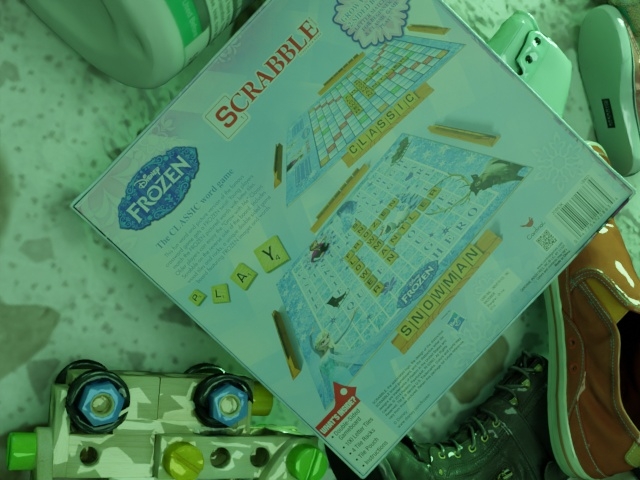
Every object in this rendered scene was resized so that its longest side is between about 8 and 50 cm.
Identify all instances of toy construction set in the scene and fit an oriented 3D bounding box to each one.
[{"bbox_3d":[-0.126,0.208,0.843,0.327,0.151,0.215,5,90,-38],"label":"toy construction set"}]

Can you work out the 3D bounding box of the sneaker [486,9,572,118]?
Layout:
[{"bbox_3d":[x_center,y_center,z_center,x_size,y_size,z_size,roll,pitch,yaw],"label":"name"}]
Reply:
[{"bbox_3d":[0.126,-0.149,0.979,0.255,0.094,0.151,15,89,-35],"label":"sneaker"}]

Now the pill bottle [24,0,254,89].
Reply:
[{"bbox_3d":[-0.071,-0.304,0.813,0.361,0.204,0.204,-47,110,-18],"label":"pill bottle"}]

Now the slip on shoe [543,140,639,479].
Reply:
[{"bbox_3d":[0.277,0.061,1.027,0.123,0.101,0.331,19,65,-47],"label":"slip on shoe"}]

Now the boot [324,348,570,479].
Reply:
[{"bbox_3d":[0.140,0.187,1.013,0.229,0.091,0.263,-46,114,-24],"label":"boot"}]

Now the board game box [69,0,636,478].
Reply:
[{"bbox_3d":[0.027,-0.034,0.857,0.318,0.066,0.319,44,90,-5],"label":"board game box"}]

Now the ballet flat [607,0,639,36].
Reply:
[{"bbox_3d":[0.411,-0.324,1.128,0.316,0.107,0.106,-39,128,-15],"label":"ballet flat"}]

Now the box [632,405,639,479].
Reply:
[{"bbox_3d":[0.603,0.106,1.018,0.480,0.471,0.297,-49,111,-18],"label":"box"}]

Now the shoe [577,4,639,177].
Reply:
[{"bbox_3d":[0.322,-0.160,1.099,0.081,0.063,0.178,-21,106,-26],"label":"shoe"}]
